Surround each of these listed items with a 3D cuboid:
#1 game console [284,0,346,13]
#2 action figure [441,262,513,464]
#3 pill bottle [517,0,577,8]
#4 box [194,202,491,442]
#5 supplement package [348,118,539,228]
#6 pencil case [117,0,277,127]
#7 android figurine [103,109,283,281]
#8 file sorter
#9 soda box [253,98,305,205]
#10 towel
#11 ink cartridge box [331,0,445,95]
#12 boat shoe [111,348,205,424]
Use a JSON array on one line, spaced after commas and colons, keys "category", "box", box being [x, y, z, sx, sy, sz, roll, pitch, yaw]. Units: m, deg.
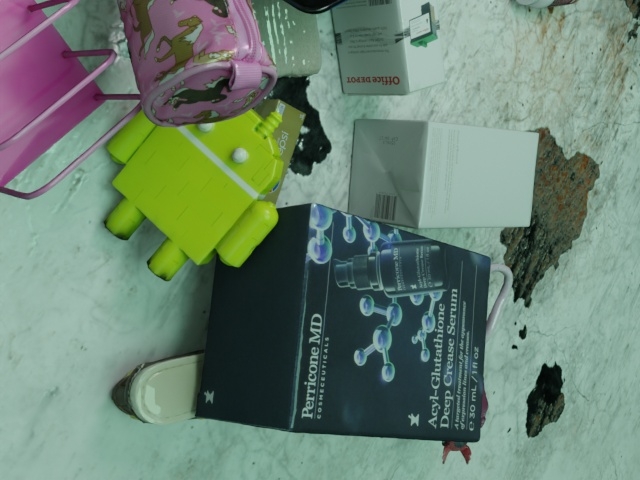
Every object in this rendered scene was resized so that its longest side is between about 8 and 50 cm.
[{"category": "game console", "box": [0.002, -0.471, 1.085, 0.293, 0.173, 0.250, -36, 118, -29]}, {"category": "action figure", "box": [0.260, 0.224, 1.442, 0.248, 0.276, 0.369, -5, 88, -45]}, {"category": "pill bottle", "box": [0.453, -0.506, 1.572, 0.152, 0.086, 0.086, -19, 110, -37]}, {"category": "box", "box": [0.048, 0.135, 1.175, 0.396, 0.212, 0.293, 15, 76, -41]}, {"category": "supplement package", "box": [0.219, -0.115, 1.389, 0.293, 0.178, 0.175, -2, 99, -39]}, {"category": "pencil case", "box": [-0.169, -0.321, 0.922, 0.160, 0.167, 0.385, -13, 78, -10]}, {"category": "android figurine", "box": [-0.163, -0.084, 1.056, 0.273, 0.248, 0.056, -47, 173, 10]}, {"category": "file sorter", "box": [-0.365, -0.213, 0.882, 0.202, 0.182, 0.290, -48, 124, -23]}, {"category": "soda box", "box": [-0.088, -0.121, 1.208, 0.058, 0.061, 0.181, 24, 83, -40]}, {"category": "towel", "box": [-0.097, -0.372, 1.165, 0.187, 0.049, 0.282, -19, 109, -34]}, {"category": "ink cartridge box", "box": [0.103, -0.347, 1.262, 0.093, 0.160, 0.219, -23, 113, -35]}, {"category": "boat shoe", "box": [-0.151, 0.213, 1.196, 0.325, 0.097, 0.116, -3, 84, -41]}]
